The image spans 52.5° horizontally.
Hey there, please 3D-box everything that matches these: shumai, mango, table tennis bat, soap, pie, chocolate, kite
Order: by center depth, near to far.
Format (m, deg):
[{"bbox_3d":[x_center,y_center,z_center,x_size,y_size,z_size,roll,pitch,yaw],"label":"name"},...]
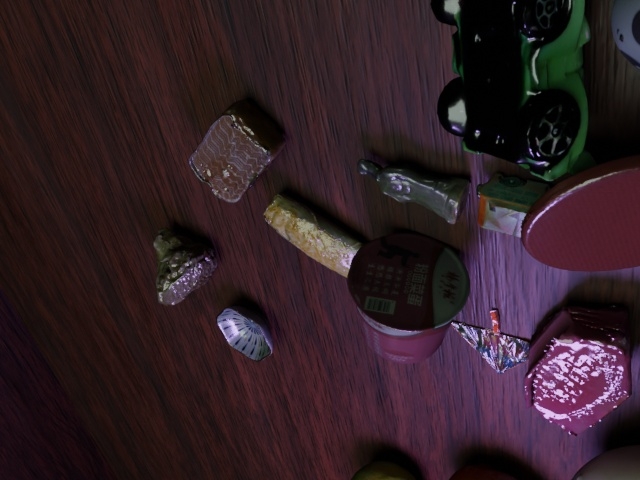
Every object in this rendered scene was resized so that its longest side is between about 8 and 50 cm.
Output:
[{"bbox_3d":[0.496,-0.045,0.922,0.414,0.051,0.268,-17,143,25],"label":"table tennis bat"},{"bbox_3d":[0.488,0.232,1.221,0.182,0.112,0.289,25,135,4],"label":"soap"},{"bbox_3d":[0.369,0.218,1.378,0.232,0.009,0.189,11,131,31],"label":"kite"},{"bbox_3d":[-0.176,-0.186,1.384,0.148,0.093,0.214,47,138,-4],"label":"chocolate"},{"bbox_3d":[0.000,0.000,1.432,0.282,0.068,0.128,32,139,5],"label":"pie"},{"bbox_3d":[-0.384,0.059,1.718,0.175,0.166,0.206,45,115,10],"label":"shumai"},{"bbox_3d":[0.184,0.765,1.862,0.225,0.201,0.382,4,141,8],"label":"mango"}]

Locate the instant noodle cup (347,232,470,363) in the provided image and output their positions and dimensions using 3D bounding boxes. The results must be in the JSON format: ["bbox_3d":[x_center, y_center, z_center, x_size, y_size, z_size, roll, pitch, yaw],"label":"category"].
[{"bbox_3d":[0.171,0.125,1.305,0.234,0.235,0.178,23,146,20],"label":"instant noodle cup"}]

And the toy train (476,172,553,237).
[{"bbox_3d":[0.348,-0.052,1.091,0.188,0.099,0.072,16,134,25],"label":"toy train"}]

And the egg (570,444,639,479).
[{"bbox_3d":[0.643,0.530,1.235,0.345,0.283,0.283,-34,101,35],"label":"egg"}]

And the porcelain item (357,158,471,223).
[{"bbox_3d":[0.166,-0.102,1.210,0.215,0.069,0.081,22,148,20],"label":"porcelain item"}]

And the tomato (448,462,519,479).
[{"bbox_3d":[0.411,0.688,1.578,0.265,0.265,0.265,21,135,22],"label":"tomato"}]

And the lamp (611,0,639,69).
[{"bbox_3d":[0.415,-0.302,0.766,0.244,0.197,0.198,48,142,18],"label":"lamp"}]

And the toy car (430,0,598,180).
[{"bbox_3d":[0.287,-0.236,0.921,0.213,0.176,0.359,36,140,57],"label":"toy car"}]

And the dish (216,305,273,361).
[{"bbox_3d":[-0.195,0.242,1.794,0.190,0.066,0.191,23,136,24],"label":"dish"}]
